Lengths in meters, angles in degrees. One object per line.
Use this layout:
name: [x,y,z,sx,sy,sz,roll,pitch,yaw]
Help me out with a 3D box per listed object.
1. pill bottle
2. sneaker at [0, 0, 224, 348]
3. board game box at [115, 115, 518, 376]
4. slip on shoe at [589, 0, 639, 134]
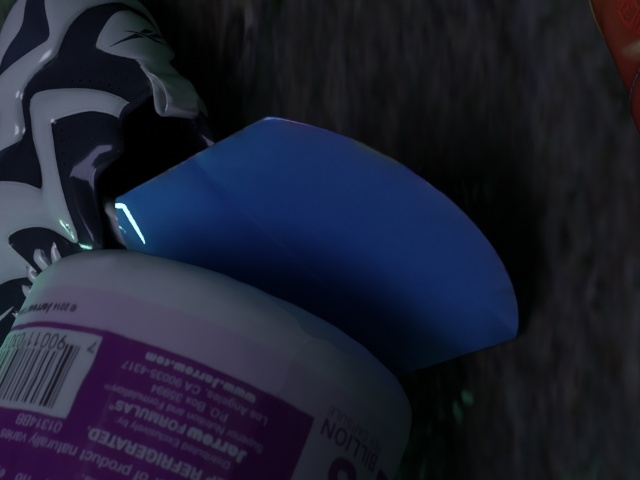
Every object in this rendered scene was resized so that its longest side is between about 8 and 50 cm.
pill bottle: [-0.088,0.169,0.584,0.169,0.169,0.301,-3,58,49]
sneaker: [-0.105,0.009,0.730,0.153,0.094,0.235,40,115,48]
board game box: [0.000,0.000,0.621,0.133,0.033,0.169,42,140,-21]
slip on shoe: [0.161,-0.149,0.383,0.101,0.123,0.331,60,142,31]
